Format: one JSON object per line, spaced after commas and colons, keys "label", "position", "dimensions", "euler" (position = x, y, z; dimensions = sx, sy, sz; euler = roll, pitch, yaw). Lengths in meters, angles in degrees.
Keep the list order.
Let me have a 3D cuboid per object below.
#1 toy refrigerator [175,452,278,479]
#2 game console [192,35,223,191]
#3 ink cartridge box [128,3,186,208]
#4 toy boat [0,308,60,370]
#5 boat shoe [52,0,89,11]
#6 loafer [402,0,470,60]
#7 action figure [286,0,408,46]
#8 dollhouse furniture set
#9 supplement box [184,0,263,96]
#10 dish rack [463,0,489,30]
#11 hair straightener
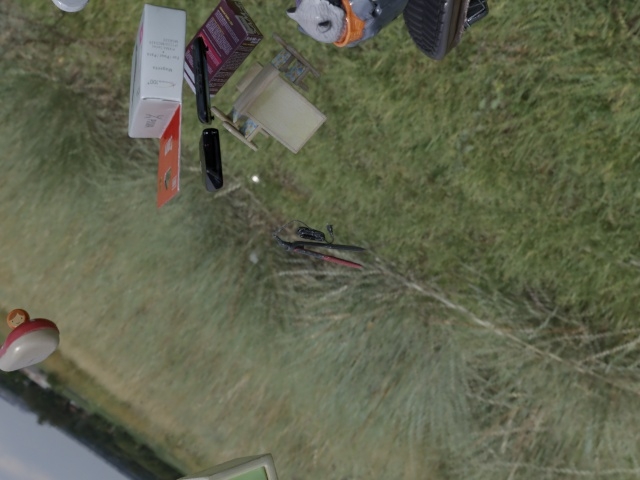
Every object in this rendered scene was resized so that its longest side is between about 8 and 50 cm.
{"label": "toy refrigerator", "position": [-0.086, 0.414, 0.964], "dimensions": [0.094, 0.102, 0.269], "euler": [-24, 77, 47]}
{"label": "game console", "position": [-0.265, -0.294, 1.807], "dimensions": [0.044, 0.361, 0.213], "euler": [-6, -178, -11]}
{"label": "ink cartridge box", "position": [-0.241, -0.176, 1.113], "dimensions": [0.060, 0.239, 0.275], "euler": [4, 176, -17]}
{"label": "toy boat", "position": [-0.816, 0.259, 2.128], "dimensions": [0.231, 0.151, 0.151], "euler": [-34, 76, 50]}
{"label": "boat shoe", "position": [-0.453, -0.510, 1.348], "dimensions": [0.088, 0.096, 0.267], "euler": [-38, 68, 65]}
{"label": "loafer", "position": [0.232, -0.476, 1.308], "dimensions": [0.134, 0.130, 0.366], "euler": [52, 152, 38]}
{"label": "action figure", "position": [0.098, -0.388, 1.061], "dimensions": [0.178, 0.330, 0.341], "euler": [48, 162, 9]}
{"label": "dollhouse furniture set", "position": [-0.118, -0.303, 1.563], "dimensions": [0.161, 0.212, 0.242], "euler": [35, -170, -42]}
{"label": "supplement box", "position": [-0.272, -0.509, 2.062], "dimensions": [0.239, 0.073, 0.130], "euler": [-42, 74, 33]}
{"label": "dish rack", "position": [0.254, -0.571, 1.546], "dimensions": [0.074, 0.208, 0.271], "euler": [-21, 157, 25]}
{"label": "hair straightener", "position": [0.000, 0.000, 1.854], "dimensions": [0.230, 0.089, 0.047], "euler": [14, 177, -10]}
